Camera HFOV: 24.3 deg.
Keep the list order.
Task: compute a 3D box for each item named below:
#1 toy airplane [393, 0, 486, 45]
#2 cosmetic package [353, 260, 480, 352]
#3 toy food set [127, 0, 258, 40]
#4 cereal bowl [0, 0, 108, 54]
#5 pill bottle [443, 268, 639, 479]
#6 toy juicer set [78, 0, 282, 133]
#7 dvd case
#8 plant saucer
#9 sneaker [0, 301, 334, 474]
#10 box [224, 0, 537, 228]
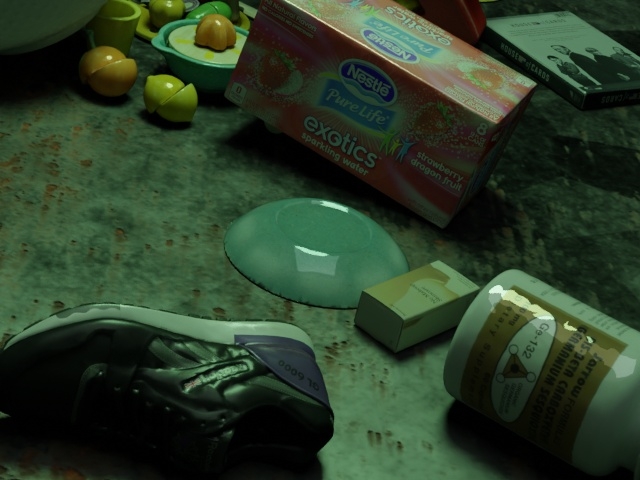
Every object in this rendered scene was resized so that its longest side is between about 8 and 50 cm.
[{"bbox_3d":[0.035,-0.435,2.031,0.386,0.272,0.384,4,58,-47],"label":"toy airplane"},{"bbox_3d":[0.094,0.063,1.442,0.060,0.041,0.115,34,36,32],"label":"cosmetic package"},{"bbox_3d":[-0.155,-0.318,1.958,0.128,0.071,0.218,33,36,31],"label":"toy food set"},{"bbox_3d":[-0.355,-0.322,1.764,0.339,0.141,0.339,-14,35,10],"label":"cereal bowl"},{"bbox_3d":[0.234,0.130,1.294,0.229,0.131,0.131,28,34,25],"label":"pill bottle"},{"bbox_3d":[-0.131,-0.212,1.773,0.329,0.089,0.209,11,30,-4],"label":"toy juicer set"},{"bbox_3d":[0.358,-0.258,2.092,0.179,0.029,0.238,-9,36,-33],"label":"dvd case"},{"bbox_3d":[0.000,0.000,1.518,0.195,0.037,0.195,9,31,-5],"label":"plant saucer"},{"bbox_3d":[-0.122,0.127,1.198,0.283,0.107,0.124,0,38,-20],"label":"sneaker"},{"bbox_3d":[0.067,-0.169,1.665,0.300,0.154,0.142,32,33,11],"label":"box"}]
